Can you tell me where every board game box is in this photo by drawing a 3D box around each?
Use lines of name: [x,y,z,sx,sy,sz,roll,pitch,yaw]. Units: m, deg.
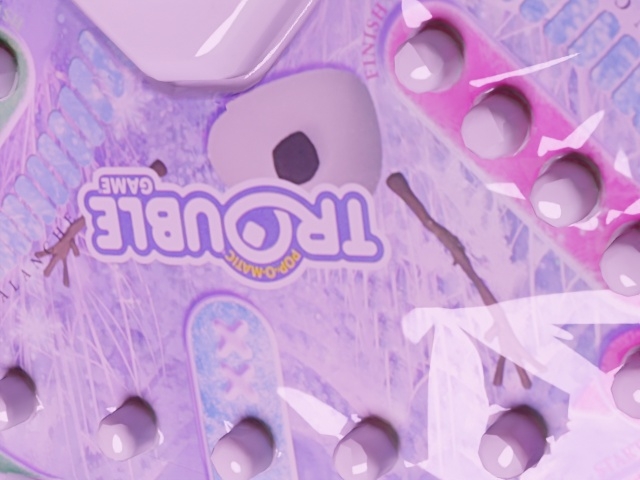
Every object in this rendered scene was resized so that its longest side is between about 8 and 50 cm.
board game box: [-0.046,-0.106,0.436,0.390,0.050,0.390,1,106,29]
